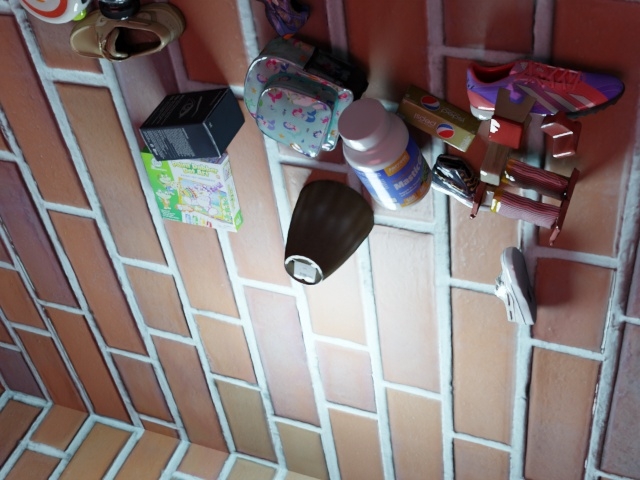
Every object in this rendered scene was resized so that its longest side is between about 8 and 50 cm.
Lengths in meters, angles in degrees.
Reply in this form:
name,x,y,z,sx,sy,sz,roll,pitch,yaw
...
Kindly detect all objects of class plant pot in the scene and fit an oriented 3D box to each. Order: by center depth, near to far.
name,x,y,z,sx,sy,sz,roll,pitch,yaw
plant pot,0.000,0.000,2.263,0.215,0.230,0.215,15,138,14

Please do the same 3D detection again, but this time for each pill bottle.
name,x,y,z,sx,sy,sz,roll,pitch,yaw
pill bottle,-0.467,-0.612,1.977,0.122,0.123,0.219,15,140,15
pill bottle,0.141,-0.195,1.985,0.152,0.152,0.272,2,153,28

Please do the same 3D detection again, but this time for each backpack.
name,x,y,z,sx,sy,sz,roll,pitch,yaw
backpack,-0.050,-0.328,2.001,0.253,0.191,0.225,30,141,6

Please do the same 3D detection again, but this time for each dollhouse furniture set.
name,x,y,z,sx,sy,sz,roll,pitch,yaw
dollhouse furniture set,0.431,-0.141,1.830,0.201,0.152,0.374,18,165,13

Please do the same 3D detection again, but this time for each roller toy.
name,x,y,z,sx,sy,sz,roll,pitch,yaw
roller toy,-0.619,-0.611,2.048,0.209,0.146,0.191,43,137,-15

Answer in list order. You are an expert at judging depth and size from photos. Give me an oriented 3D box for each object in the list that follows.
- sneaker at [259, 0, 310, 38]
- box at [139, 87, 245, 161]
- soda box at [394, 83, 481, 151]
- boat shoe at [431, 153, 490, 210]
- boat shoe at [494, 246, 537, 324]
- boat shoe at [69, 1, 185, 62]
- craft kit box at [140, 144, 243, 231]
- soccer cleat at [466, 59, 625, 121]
name,x,y,z,sx,sy,sz,roll,pitch,yaw
sneaker,-0.100,-0.543,1.893,0.087,0.083,0.221,-25,122,27
box,-0.319,-0.288,2.206,0.207,0.153,0.108,0,132,30
soda box,0.262,-0.272,1.966,0.181,0.061,0.058,28,139,1
boat shoe,0.343,-0.135,2.058,0.183,0.065,0.083,22,140,9
boat shoe,0.479,0.121,2.223,0.084,0.095,0.258,-4,129,26
boat shoe,-0.488,-0.492,2.124,0.341,0.110,0.122,-4,130,32
craft kit box,-0.352,-0.147,2.447,0.249,0.061,0.247,10,133,20
soccer cleat,0.447,-0.314,1.790,0.318,0.109,0.116,2,130,32
